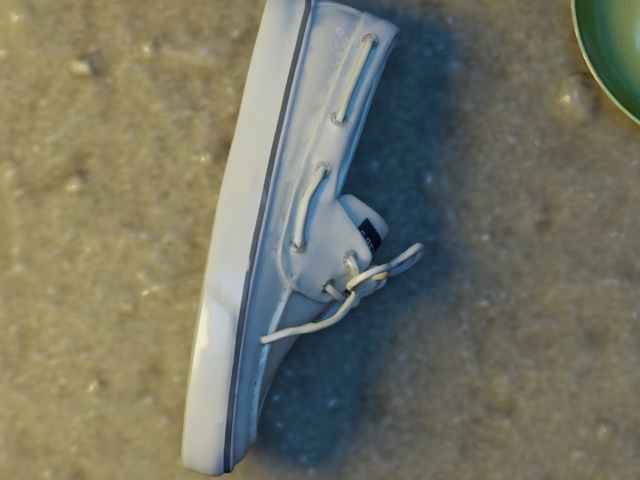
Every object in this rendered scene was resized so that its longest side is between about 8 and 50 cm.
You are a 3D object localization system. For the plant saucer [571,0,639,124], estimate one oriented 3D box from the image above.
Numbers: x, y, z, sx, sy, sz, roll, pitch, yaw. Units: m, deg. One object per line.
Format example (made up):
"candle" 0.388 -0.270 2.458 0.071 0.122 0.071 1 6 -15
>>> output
"plant saucer" 0.310 -0.181 1.277 0.241 0.037 0.240 0 83 0

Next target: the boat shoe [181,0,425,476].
"boat shoe" 0.000 0.001 1.219 0.157 0.136 0.367 12 74 -2
